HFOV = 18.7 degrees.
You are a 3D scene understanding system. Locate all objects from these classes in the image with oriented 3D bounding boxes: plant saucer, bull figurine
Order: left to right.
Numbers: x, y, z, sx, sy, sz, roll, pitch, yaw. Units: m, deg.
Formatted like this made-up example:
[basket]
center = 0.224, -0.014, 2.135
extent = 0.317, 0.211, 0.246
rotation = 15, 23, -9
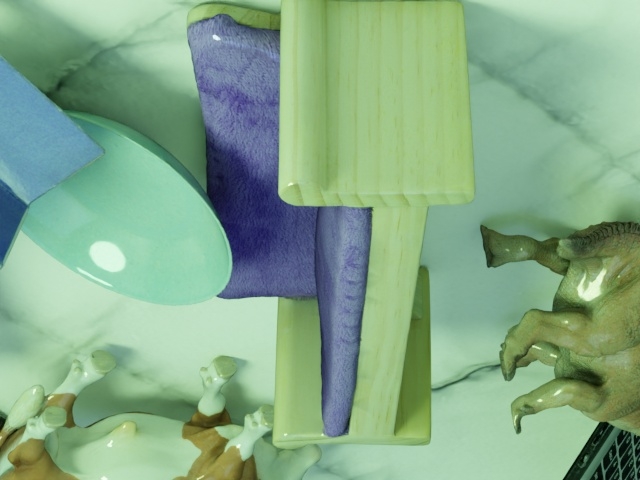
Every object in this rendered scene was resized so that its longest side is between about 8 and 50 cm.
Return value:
[plant saucer]
center = -0.140, -0.032, 1.330
extent = 0.195, 0.037, 0.195
rotation = 20, 146, 14
[bull figurine]
center = -0.130, 0.183, 1.639
extent = 0.310, 0.101, 0.188
rotation = -2, 136, -21

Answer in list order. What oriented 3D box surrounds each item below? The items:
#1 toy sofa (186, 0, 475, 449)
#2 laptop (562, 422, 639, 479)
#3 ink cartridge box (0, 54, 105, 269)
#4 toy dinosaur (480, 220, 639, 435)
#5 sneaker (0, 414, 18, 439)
[toy sofa]
center = 0.000, 0.000, 1.309
extent = 0.177, 0.150, 0.362
rotation = 1, 149, -2
[laptop]
center = 0.360, 0.269, 1.670
extent = 0.236, 0.408, 0.382
rotation = 27, 157, 25
[ink cartridge box]
center = -0.347, -0.054, 1.195
extent = 0.307, 0.072, 0.303
rotation = -31, 123, 27
[toy dinosaur]
center = 0.231, 0.061, 1.440
extent = 0.200, 0.127, 0.296
rotation = -10, 135, 4
[sneaker]
center = -0.304, 0.237, 1.745
extent = 0.123, 0.106, 0.290
rotation = -13, 147, 18
